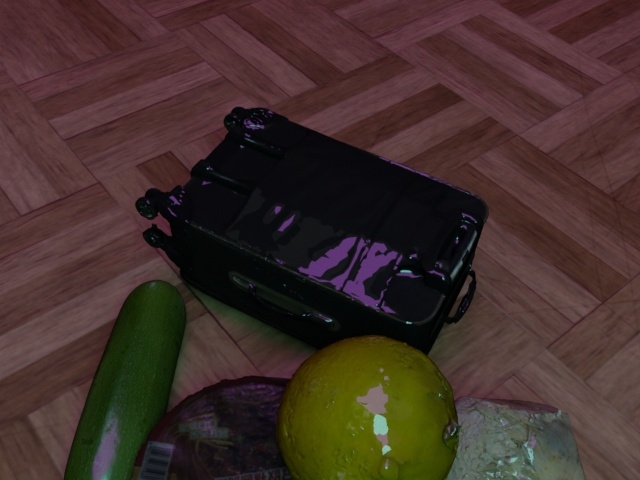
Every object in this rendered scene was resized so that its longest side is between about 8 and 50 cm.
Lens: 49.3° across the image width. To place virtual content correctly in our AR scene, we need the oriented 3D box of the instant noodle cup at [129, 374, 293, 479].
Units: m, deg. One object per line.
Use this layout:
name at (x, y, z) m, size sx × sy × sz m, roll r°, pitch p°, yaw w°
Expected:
instant noodle cup at (-0.067, 0.283, 0.753) m, size 0.274 × 0.091 × 0.274 m, roll 5°, pitch 44°, yaw -5°

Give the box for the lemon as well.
lemon at (0.043, 0.180, 0.689) m, size 0.173 × 0.206 × 0.173 m, roll 3°, pitch 82°, yaw -25°

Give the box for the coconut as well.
coconut at (0.187, 0.256, 0.744) m, size 0.194 × 0.194 × 0.194 m, roll 1°, pitch 47°, yaw -2°

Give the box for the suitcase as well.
suitcase at (0.000, 0.000, 0.953) m, size 0.434 × 0.194 × 0.283 m, roll 22°, pitch 50°, yaw 17°

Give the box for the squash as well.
squash at (-0.230, 0.195, 0.830) m, size 0.101 × 0.101 × 0.378 m, roll 6°, pitch 49°, yaw 2°
